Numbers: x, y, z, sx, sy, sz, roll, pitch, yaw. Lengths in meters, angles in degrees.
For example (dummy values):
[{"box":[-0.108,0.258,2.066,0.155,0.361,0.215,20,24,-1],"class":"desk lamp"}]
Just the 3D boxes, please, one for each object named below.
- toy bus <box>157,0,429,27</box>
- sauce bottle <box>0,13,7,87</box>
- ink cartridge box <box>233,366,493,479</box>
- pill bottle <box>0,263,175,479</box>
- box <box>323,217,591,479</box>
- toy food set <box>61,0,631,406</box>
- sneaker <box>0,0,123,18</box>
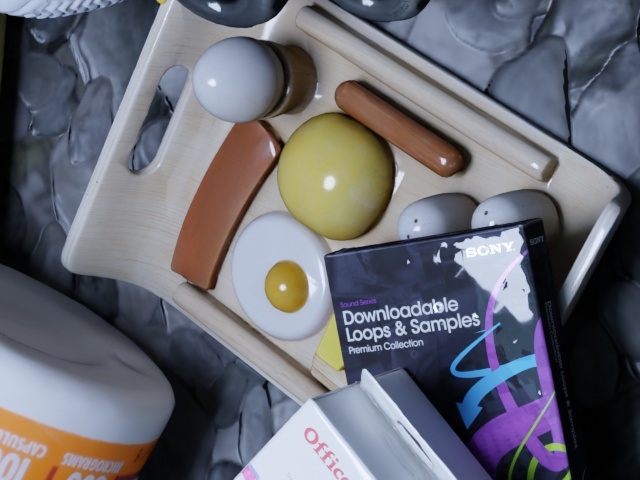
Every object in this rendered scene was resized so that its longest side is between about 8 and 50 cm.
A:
[{"box":[-0.020,-0.229,0.889,0.220,0.211,0.149,5,55,34],"class":"toy bus"},{"box":[-0.259,-0.150,1.149,0.111,0.111,0.344,10,100,35],"class":"sauce bottle"},{"box":[0.014,0.135,0.866,0.092,0.090,0.143,51,118,16],"class":"ink cartridge box"},{"box":[-0.270,0.210,1.060,0.224,0.224,0.392,32,97,31],"class":"pill bottle"},{"box":[0.070,0.076,0.895,0.116,0.029,0.162,-10,91,30],"class":"box"},{"box":[0.000,0.000,0.980,0.306,0.092,0.219,36,112,29],"class":"toy food set"},{"box":[-0.255,-0.221,0.974,0.137,0.366,0.210,-124,29,-46],"class":"sneaker"}]
